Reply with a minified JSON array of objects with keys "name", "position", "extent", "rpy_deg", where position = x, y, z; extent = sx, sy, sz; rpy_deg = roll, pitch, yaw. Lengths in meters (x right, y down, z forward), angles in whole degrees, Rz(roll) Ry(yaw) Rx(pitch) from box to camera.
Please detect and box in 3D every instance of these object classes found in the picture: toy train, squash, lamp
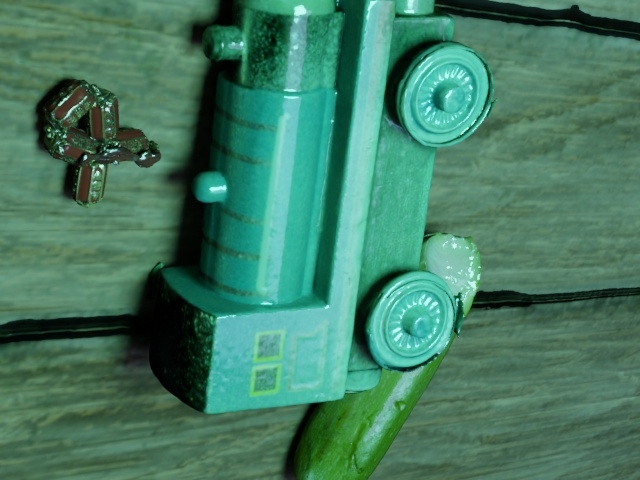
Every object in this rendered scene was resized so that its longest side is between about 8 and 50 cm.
[{"name":"toy train","position":[-0.004,-0.033,1.111],"extent":[0.194,0.120,0.298],"rpy_deg":[-4,113,-28]},{"name":"squash","position":[0.052,0.098,1.322],"extent":[0.069,0.069,0.239],"rpy_deg":[19,103,-53]},{"name":"lamp","position":[-0.134,-0.063,1.020],"extent":[0.063,0.031,0.083],"rpy_deg":[-45,138,-17]}]
